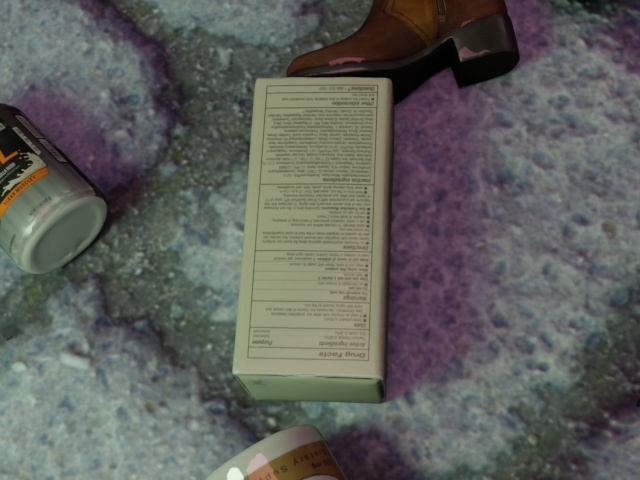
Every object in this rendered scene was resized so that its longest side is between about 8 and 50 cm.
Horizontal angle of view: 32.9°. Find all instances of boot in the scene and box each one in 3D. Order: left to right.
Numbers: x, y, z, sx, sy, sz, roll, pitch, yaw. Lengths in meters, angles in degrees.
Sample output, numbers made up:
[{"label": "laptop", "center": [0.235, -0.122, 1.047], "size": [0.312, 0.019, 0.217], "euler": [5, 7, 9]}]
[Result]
[{"label": "boot", "center": [0.063, -0.295, 1.206], "size": [0.264, 0.096, 0.281], "euler": [-16, 69, 0]}]

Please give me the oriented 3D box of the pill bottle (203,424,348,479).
[{"label": "pill bottle", "center": [-0.004, 0.295, 0.984], "size": [0.131, 0.131, 0.229], "euler": [-30, 71, -6]}]

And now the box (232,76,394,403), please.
[{"label": "box", "center": [0.000, 0.000, 1.093], "size": [0.147, 0.121, 0.311], "euler": [2, 71, 6]}]

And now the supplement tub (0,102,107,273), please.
[{"label": "supplement tub", "center": [-0.327, -0.065, 1.150], "size": [0.117, 0.117, 0.190], "euler": [-44, 72, -10]}]
